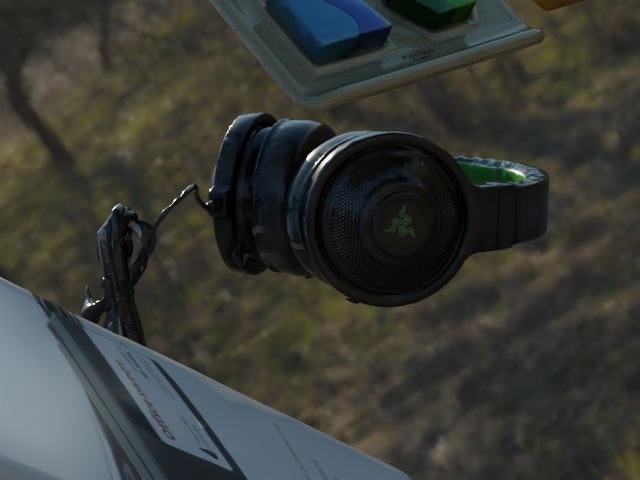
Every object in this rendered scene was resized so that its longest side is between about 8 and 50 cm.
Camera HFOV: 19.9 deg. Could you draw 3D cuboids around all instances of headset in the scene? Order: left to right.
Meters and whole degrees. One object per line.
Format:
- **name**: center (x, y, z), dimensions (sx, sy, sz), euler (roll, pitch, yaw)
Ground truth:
- **headset**: center (0.000, 0.000, 1.398), dimensions (0.394, 0.185, 0.243), euler (-5, 11, -39)

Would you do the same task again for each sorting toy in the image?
- **sorting toy**: center (0.052, -0.202, 1.286), dimensions (0.307, 0.229, 0.041), euler (-20, -35, -35)

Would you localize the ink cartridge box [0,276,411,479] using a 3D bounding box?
- **ink cartridge box**: center (-0.150, 0.183, 0.761), dimensions (0.285, 0.395, 0.166), euler (-52, 37, 12)
